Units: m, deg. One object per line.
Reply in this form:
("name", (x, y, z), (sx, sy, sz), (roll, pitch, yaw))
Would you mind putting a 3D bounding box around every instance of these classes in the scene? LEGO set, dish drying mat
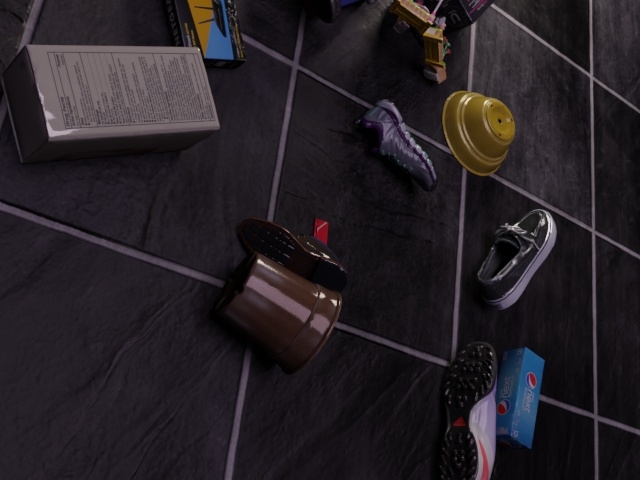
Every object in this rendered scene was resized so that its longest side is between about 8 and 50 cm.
("LEGO set", (0.235, -0.488, 1.768), (0.287, 0.132, 0.107), (42, 65, -30))
("dish drying mat", (0.000, 0.000, 1.533), (0.032, 0.008, 0.083), (19, 65, -34))

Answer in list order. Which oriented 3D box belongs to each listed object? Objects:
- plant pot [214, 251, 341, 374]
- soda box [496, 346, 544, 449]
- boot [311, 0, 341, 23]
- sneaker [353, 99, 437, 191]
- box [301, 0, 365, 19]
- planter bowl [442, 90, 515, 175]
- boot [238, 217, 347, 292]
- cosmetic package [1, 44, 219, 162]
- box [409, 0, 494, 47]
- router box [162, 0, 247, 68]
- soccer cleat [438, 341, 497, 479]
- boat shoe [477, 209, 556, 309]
("plant pot", (-0.080, 0.115, 1.344), (0.165, 0.167, 0.167), (34, 57, -16))
("soda box", (0.427, 0.344, 1.726), (0.071, 0.067, 0.210), (35, 57, -26))
("boot", (0.091, -0.567, 1.640), (0.228, 0.091, 0.263), (-2, 73, -18))
("sneaker", (0.157, -0.184, 1.690), (0.098, 0.083, 0.224), (-36, 98, -16))
("box", (0.030, -0.571, 1.724), (0.225, 0.036, 0.136), (-32, 97, -42))
("planter bowl", (0.397, -0.270, 1.884), (0.217, 0.090, 0.217), (13, 68, -36))
("boot", (-0.049, 0.023, 1.459), (0.219, 0.106, 0.082), (32, 101, -3))
("cosmetic package", (-0.329, -0.218, 1.262), (0.296, 0.129, 0.153), (-9, 83, -41))
("box", (0.319, -0.591, 1.877), (0.142, 0.163, 0.247), (55, 51, -16))
("router box", (-0.217, -0.410, 1.466), (0.133, 0.046, 0.179), (-7, 81, -40))
("soccer cleat", (0.313, 0.365, 1.619), (0.116, 0.108, 0.318), (44, 48, -45))
("boat shoe", (0.442, 0.016, 1.814), (0.306, 0.113, 0.105), (-49, 122, -28))
